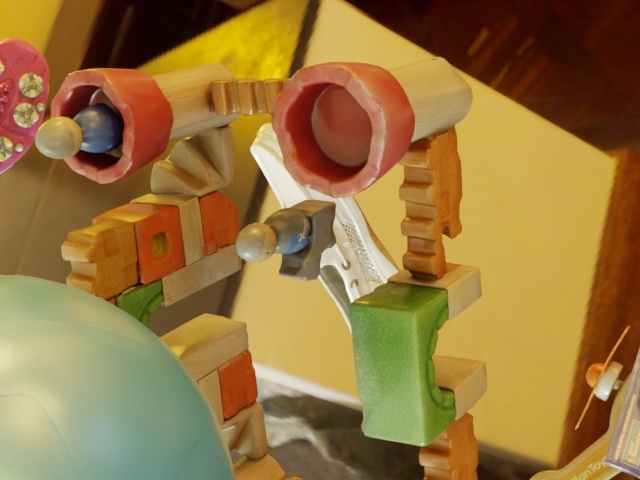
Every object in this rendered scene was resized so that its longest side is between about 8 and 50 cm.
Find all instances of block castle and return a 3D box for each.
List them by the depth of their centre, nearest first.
[{"bbox_3d":[-0.044,0.086,0.795,0.303,0.213,0.453,6,110,34],"label":"block castle"}]

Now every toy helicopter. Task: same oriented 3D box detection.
[{"bbox_3d":[0.445,0.291,1.560,0.355,0.140,0.235,-37,73,4],"label":"toy helicopter"}]

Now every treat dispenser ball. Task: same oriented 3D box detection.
[{"bbox_3d":[-0.191,0.162,0.591,0.288,0.288,0.288,-38,40,41],"label":"treat dispenser ball"}]

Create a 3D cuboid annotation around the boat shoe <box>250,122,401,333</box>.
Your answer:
[{"bbox_3d":[0.000,0.000,1.145,0.096,0.277,0.098,-39,10,-15],"label":"boat shoe"}]

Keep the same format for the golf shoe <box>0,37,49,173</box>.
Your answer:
[{"bbox_3d":[-0.399,-0.083,1.101,0.306,0.115,0.140,-59,30,-8],"label":"golf shoe"}]

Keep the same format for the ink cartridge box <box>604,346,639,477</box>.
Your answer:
[{"bbox_3d":[0.421,0.160,0.891,0.311,0.065,0.185,15,53,21],"label":"ink cartridge box"}]
